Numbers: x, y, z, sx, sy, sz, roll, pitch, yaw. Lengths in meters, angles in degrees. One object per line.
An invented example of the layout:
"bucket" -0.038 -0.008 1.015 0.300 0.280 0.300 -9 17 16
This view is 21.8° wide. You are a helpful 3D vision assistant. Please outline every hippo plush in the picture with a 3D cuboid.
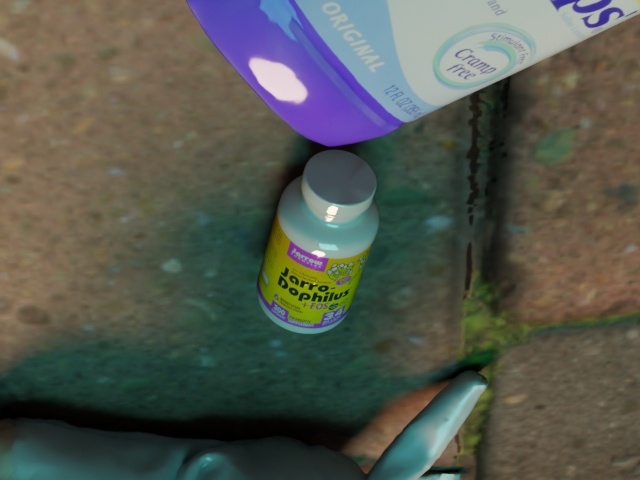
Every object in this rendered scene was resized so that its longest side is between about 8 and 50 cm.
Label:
"hippo plush" -0.056 0.233 0.837 0.294 0.237 0.234 -3 142 -6

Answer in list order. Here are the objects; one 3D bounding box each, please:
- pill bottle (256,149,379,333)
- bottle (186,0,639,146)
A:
"pill bottle" 0.000 0.000 0.706 0.043 0.043 0.083 2 141 -12
"bottle" 0.094 -0.130 0.516 0.282 0.092 0.118 -24 138 20
